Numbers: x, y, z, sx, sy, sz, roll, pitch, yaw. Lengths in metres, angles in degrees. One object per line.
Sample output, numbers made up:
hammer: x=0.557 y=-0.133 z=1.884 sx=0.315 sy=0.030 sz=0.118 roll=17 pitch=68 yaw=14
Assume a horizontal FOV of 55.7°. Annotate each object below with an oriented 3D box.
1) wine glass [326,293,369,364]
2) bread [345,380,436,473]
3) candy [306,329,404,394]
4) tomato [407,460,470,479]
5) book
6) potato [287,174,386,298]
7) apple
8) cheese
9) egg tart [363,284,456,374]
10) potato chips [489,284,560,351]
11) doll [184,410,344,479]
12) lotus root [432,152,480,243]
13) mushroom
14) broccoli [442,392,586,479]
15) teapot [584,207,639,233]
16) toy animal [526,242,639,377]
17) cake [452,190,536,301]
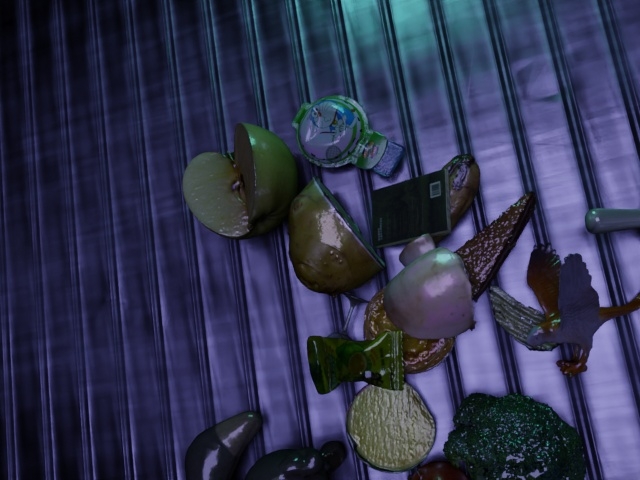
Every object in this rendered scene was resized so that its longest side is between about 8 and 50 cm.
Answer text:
wine glass: x=0.058 y=0.235 z=1.539 sx=0.079 sy=0.079 sz=0.195 roll=18 pitch=87 yaw=18
bread: x=0.173 y=0.456 z=1.495 sx=0.229 sy=0.033 sz=0.228 roll=-3 pitch=80 yaw=18
candy: x=0.089 y=0.294 z=1.453 sx=0.246 sy=0.069 sz=0.149 roll=-8 pitch=90 yaw=31
tomato: x=0.276 y=0.592 z=1.386 sx=0.167 sy=0.167 sz=0.167 roll=-3 pitch=81 yaw=16
book: x=0.221 y=-0.076 z=1.510 sx=0.228 sy=0.024 sz=0.160 roll=-14 pitch=69 yaw=43
potato: x=0.000 y=0.000 z=1.510 sx=0.196 sy=0.246 sz=0.299 roll=-35 pitch=68 yaw=5
apple: x=-0.186 y=-0.143 z=1.584 sx=0.295 sy=0.233 sz=0.257 roll=-35 pitch=69 yaw=28
cheese: x=0.068 y=-0.274 z=1.612 sx=0.320 sy=0.083 sz=0.204 roll=29 pitch=91 yaw=19
egg tart: x=0.220 y=0.211 z=1.487 sx=0.234 sy=0.094 sz=0.234 roll=-4 pitch=78 yaw=17
potato chips: x=0.476 y=0.192 z=1.445 sx=0.207 sy=0.028 sz=0.092 roll=35 pitch=87 yaw=14
doll: x=-0.151 y=0.571 z=1.468 sx=0.382 sy=0.252 sz=0.378 roll=-43 pitch=73 yaw=0
lotus root: x=0.312 y=-0.098 z=1.508 sx=0.110 sy=0.097 sz=0.258 roll=42 pitch=106 yaw=41
mushroom: x=0.230 y=0.100 z=1.370 sx=0.173 sy=0.162 sz=0.236 roll=-18 pitch=61 yaw=-9
broccoli: x=0.428 y=0.462 z=1.333 sx=0.295 sy=0.265 sz=0.245 roll=24 pitch=121 yaw=17
teapot: x=0.771 y=-0.040 z=1.330 sx=0.318 sy=0.149 sz=0.220 roll=-32 pitch=73 yaw=9
toy animal: x=0.617 y=0.160 z=1.374 sx=0.284 sy=0.225 sz=0.302 roll=10 pitch=93 yaw=-3
cake: x=0.410 y=0.005 z=1.449 sx=0.113 sy=0.116 sz=0.295 roll=39 pitch=92 yaw=26
